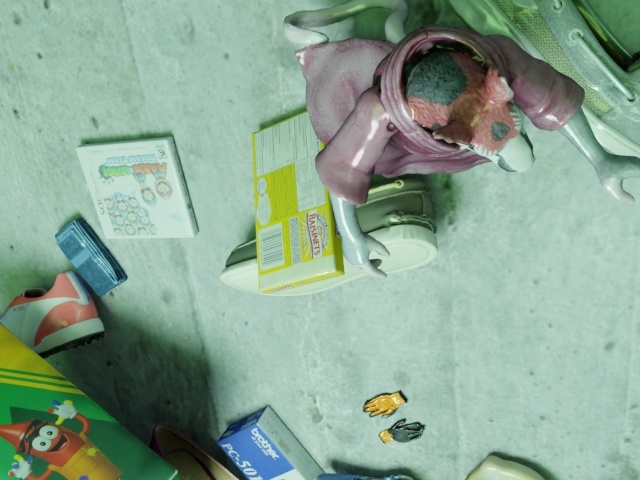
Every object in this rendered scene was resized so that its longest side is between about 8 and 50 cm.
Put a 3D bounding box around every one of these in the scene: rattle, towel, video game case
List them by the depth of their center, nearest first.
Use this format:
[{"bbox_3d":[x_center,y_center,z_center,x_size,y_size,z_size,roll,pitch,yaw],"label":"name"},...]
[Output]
[{"bbox_3d":[0.273,0.385,0.906,0.199,0.143,0.130,37,105,10],"label":"rattle"},{"bbox_3d":[-0.256,-0.070,0.973,0.157,0.019,0.143,-1,115,24],"label":"video game case"},{"bbox_3d":[-0.352,0.028,1.058,0.067,0.029,0.119,-30,101,33],"label":"towel"}]

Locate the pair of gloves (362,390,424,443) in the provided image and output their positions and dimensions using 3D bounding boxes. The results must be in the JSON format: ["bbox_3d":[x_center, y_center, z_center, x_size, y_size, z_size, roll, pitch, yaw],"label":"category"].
[{"bbox_3d":[0.102,0.253,0.985,0.074,0.010,0.083,-26,103,31],"label":"pair of gloves"}]

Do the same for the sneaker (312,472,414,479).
[{"bbox_3d":[0.091,0.372,1.018,0.211,0.080,0.081,13,113,6],"label":"sneaker"}]

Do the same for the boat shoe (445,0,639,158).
[{"bbox_3d":[0.254,-0.175,0.644,0.320,0.118,0.103,44,125,7],"label":"boat shoe"}]

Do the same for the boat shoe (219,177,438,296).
[{"bbox_3d":[0.003,0.002,0.855,0.305,0.091,0.109,-14,151,34],"label":"boat shoe"}]

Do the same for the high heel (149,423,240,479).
[{"bbox_3d":[-0.133,0.428,1.066,0.377,0.127,0.181,19,132,31],"label":"high heel"}]

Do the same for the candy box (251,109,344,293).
[{"bbox_3d":[-0.029,-0.048,0.807,0.105,0.027,0.206,-15,67,27],"label":"candy box"}]

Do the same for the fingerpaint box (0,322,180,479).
[{"bbox_3d":[-0.373,0.385,1.054,0.371,0.163,0.445,30,143,22],"label":"fingerpaint box"}]

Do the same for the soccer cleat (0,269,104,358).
[{"bbox_3d":[-0.481,0.141,1.141,0.318,0.108,0.116,-20,86,32],"label":"soccer cleat"}]

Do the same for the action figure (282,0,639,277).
[{"bbox_3d":[0.104,-0.128,0.594,0.248,0.370,0.276,-18,95,1],"label":"action figure"}]

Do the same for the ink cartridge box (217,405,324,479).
[{"bbox_3d":[-0.058,0.364,1.089,0.097,0.046,0.207,-34,99,32],"label":"ink cartridge box"}]
